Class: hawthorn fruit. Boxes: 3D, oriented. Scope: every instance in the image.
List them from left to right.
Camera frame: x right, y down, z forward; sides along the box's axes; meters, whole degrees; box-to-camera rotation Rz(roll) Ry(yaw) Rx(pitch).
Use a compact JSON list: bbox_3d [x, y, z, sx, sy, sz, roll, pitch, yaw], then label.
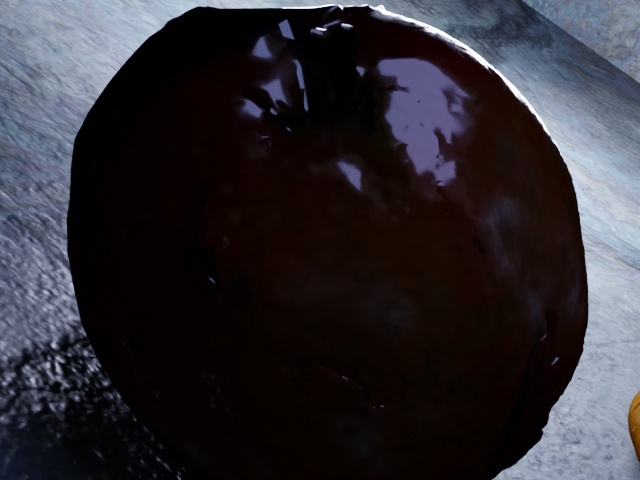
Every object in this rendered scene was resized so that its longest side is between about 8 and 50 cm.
[{"bbox_3d":[-0.002,0.009,0.782,0.316,0.316,0.316,25,21,-10],"label":"hawthorn fruit"}]

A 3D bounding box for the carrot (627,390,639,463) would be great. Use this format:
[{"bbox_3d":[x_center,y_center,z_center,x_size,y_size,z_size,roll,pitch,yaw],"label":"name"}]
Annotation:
[{"bbox_3d":[0.283,0.191,1.032,0.062,0.066,0.271,-18,30,2],"label":"carrot"}]
